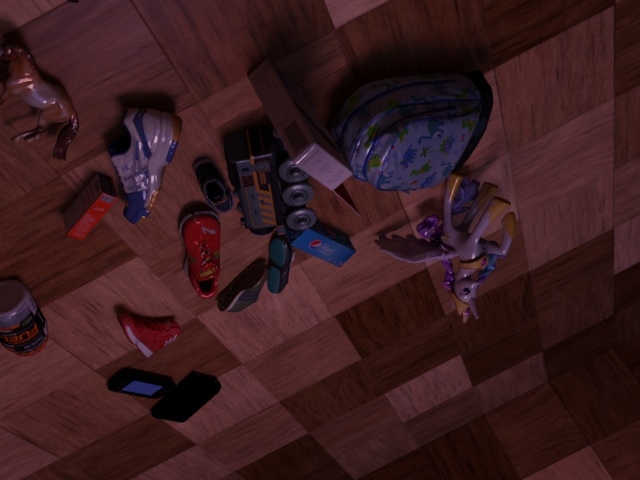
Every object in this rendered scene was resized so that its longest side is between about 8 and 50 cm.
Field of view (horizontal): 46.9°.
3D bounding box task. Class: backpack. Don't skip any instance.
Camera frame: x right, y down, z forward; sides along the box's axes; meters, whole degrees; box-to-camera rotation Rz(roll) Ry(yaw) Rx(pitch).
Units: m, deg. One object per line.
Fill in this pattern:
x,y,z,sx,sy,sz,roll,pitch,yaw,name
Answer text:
0.200,-0.248,1.706,0.356,0.273,0.290,5,136,-24,backpack

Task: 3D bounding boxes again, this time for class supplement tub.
-0.729,0.192,1.772,0.117,0.117,0.190,-18,141,-11,supplement tub

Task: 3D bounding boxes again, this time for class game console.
-0.495,0.471,2.282,0.213,0.044,0.361,-43,138,20,game console

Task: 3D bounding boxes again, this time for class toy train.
-0.115,-0.135,1.746,0.190,0.142,0.333,-9,142,-3,toy train

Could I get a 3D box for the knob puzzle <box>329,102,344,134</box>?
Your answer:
0.083,-0.239,1.801,0.213,0.030,0.213,-22,133,-26,knob puzzle

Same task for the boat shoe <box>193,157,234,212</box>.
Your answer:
-0.245,-0.106,1.733,0.065,0.083,0.183,-26,142,-1,boat shoe

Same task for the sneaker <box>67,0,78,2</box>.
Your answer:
-0.423,-0.451,1.289,0.083,0.031,0.035,-42,153,25,sneaker

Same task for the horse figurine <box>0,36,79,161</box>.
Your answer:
-0.550,-0.262,1.399,0.175,0.066,0.263,-30,140,14,horse figurine

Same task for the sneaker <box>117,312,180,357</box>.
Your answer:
-0.463,0.231,2.013,0.128,0.087,0.221,-30,155,-9,sneaker

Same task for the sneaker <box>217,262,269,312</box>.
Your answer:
-0.198,0.135,2.059,0.192,0.064,0.086,-43,147,20,sneaker

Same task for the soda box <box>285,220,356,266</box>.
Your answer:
0.000,0.000,2.006,0.071,0.067,0.210,-44,139,20,soda box

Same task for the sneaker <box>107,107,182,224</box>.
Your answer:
-0.396,-0.165,1.587,0.131,0.111,0.296,15,127,-18,sneaker

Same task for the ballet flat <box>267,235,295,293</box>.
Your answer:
-0.105,0.057,2.021,0.074,0.074,0.203,-8,132,-22,ballet flat

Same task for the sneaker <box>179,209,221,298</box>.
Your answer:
-0.285,0.040,1.848,0.107,0.118,0.279,-14,140,-16,sneaker

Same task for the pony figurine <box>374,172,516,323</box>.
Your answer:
0.371,0.003,2.048,0.303,0.351,0.363,1,115,-36,pony figurine

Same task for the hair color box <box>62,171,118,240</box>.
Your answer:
-0.509,-0.074,1.629,0.141,0.072,0.043,-44,138,21,hair color box

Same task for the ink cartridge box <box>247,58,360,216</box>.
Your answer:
-0.013,-0.218,1.567,0.066,0.296,0.261,-39,141,15,ink cartridge box
